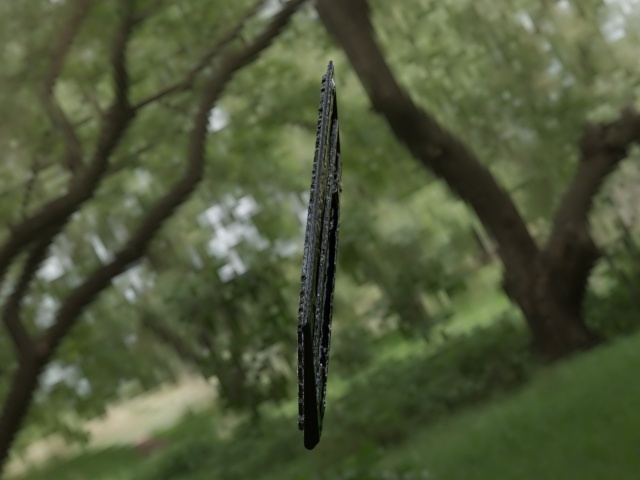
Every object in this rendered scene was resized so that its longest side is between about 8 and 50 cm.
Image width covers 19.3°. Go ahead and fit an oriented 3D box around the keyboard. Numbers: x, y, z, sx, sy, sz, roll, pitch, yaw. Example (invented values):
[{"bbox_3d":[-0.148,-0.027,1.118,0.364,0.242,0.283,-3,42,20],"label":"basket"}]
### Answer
[{"bbox_3d":[0.000,0.000,0.780,0.010,0.064,0.198,0,34,4],"label":"keyboard"}]
